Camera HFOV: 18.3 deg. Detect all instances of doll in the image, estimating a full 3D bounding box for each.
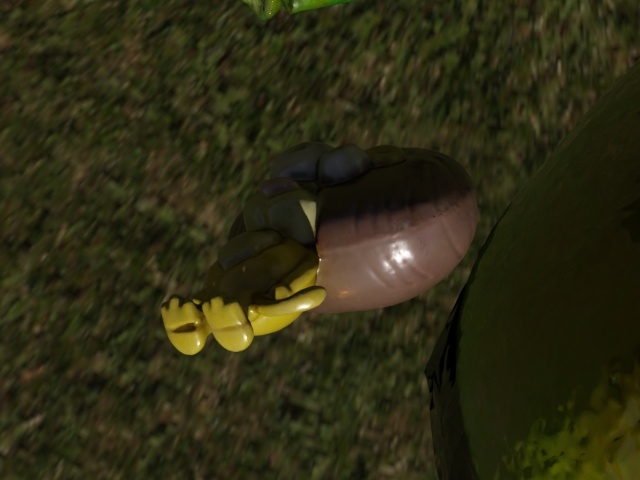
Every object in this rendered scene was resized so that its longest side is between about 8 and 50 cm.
[{"bbox_3d":[0.006,-0.001,1.039,0.145,0.188,0.096,-18,100,24],"label":"doll"}]

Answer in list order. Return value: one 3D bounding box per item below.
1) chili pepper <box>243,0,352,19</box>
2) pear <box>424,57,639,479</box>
[{"bbox_3d":[0.057,-0.151,0.812,0.099,0.253,0.083,21,127,37],"label":"chili pepper"},{"bbox_3d":[0.242,0.021,0.747,0.399,0.398,0.165,3,140,6],"label":"pear"}]
